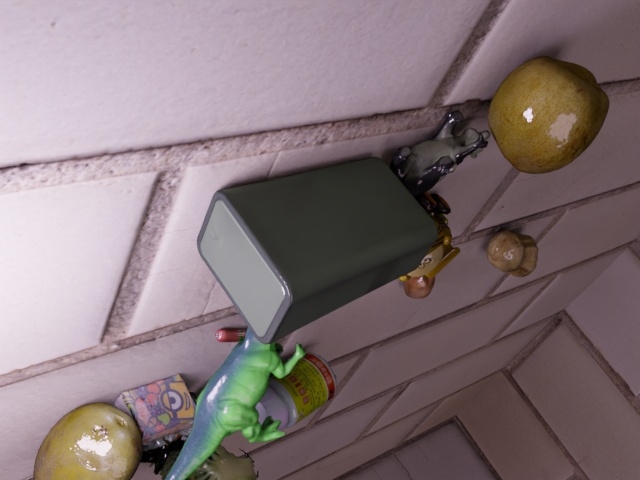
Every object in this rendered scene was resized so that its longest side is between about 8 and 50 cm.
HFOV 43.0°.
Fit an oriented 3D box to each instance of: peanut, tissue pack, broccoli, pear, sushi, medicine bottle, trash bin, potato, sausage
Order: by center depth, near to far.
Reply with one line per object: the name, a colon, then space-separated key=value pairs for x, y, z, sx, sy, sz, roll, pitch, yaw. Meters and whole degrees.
trash bin: x=0.000 y=0.000 z=1.358 sx=0.343 sy=0.223 sz=0.158 roll=-20 pitch=152 yaw=-38
pear: x=0.413 y=-0.228 z=1.504 sx=0.228 sy=0.188 sz=0.211 roll=-6 pitch=135 yaw=-49
potato: x=-0.464 y=0.432 z=1.591 sx=0.251 sy=0.174 sz=0.159 roll=-44 pitch=155 yaw=18
tissue pack: x=-0.340 y=0.354 z=1.693 sx=0.148 sy=0.109 sz=0.060 roll=-12 pitch=152 yaw=-45
sausage: x=-0.159 y=0.206 z=1.756 sx=0.029 sy=0.029 sz=0.223 roll=-44 pitch=155 yaw=19
sushi: x=-0.344 y=0.420 z=1.768 sx=0.212 sy=0.147 sz=0.115 roll=-13 pitch=149 yaw=-45
medicine bottle: x=-0.078 y=0.387 z=2.034 sx=0.225 sy=0.139 sz=0.139 roll=-27 pitch=157 yaw=-38
peanut: x=0.250 y=0.110 z=2.071 sx=0.076 sy=0.076 sz=0.152 roll=-30 pitch=161 yaw=-11
broccoli: x=-0.314 y=0.608 z=2.095 sx=0.180 sy=0.242 sz=0.273 roll=-23 pitch=158 yaw=30
peanut: x=0.543 y=0.035 z=2.272 sx=0.125 sy=0.111 sz=0.274 roll=-47 pitch=155 yaw=14

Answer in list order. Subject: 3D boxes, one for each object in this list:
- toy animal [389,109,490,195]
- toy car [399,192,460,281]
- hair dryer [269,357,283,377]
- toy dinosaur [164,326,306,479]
toy animal: x=0.226 y=-0.159 z=1.510 sx=0.225 sy=0.094 sz=0.121 roll=-35 pitch=168 yaw=-24
toy car: x=0.200 y=0.007 z=1.718 sx=0.200 sy=0.142 sz=0.248 roll=-45 pitch=156 yaw=20
hair dryer: x=-0.227 y=0.357 z=1.918 sx=0.271 sy=0.091 sz=0.235 roll=-36 pitch=168 yaw=23
toy dinosaur: x=-0.221 y=0.330 z=1.607 sx=0.500 sy=0.144 sz=0.374 roll=-36 pitch=139 yaw=-33
